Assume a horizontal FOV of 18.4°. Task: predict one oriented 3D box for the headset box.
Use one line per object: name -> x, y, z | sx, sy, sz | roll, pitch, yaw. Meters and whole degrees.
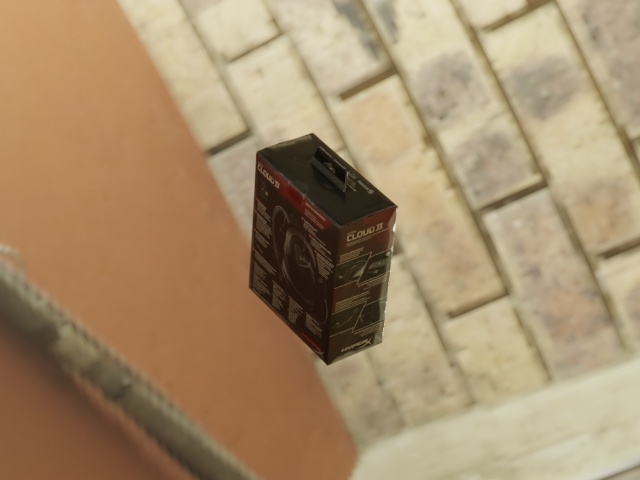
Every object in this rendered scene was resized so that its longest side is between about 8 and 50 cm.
headset box -> 0.000, 0.000, 0.835 | 0.032, 0.083, 0.062 | -20, -136, -30
